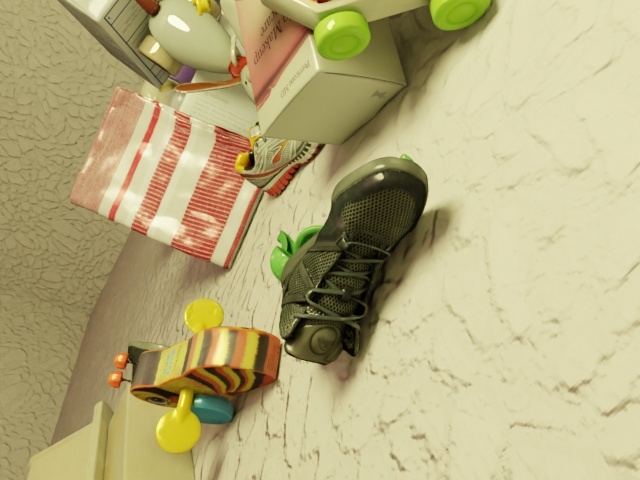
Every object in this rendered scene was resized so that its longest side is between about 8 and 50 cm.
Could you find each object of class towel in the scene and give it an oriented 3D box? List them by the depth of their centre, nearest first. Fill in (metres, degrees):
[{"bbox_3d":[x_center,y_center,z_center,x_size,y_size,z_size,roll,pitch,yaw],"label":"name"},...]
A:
[{"bbox_3d":[-0.271,-0.116,1.047,0.037,0.329,0.237,11,-79,-84],"label":"towel"}]

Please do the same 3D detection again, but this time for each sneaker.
[{"bbox_3d":[0.027,0.032,0.519,0.227,0.087,0.130,-50,29,43],"label":"sneaker"},{"bbox_3d":[-0.060,-0.155,0.885,0.225,0.092,0.088,-46,30,40],"label":"sneaker"},{"bbox_3d":[-0.360,0.271,1.169,0.222,0.083,0.118,-21,50,59],"label":"sneaker"}]

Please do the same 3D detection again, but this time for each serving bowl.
[{"bbox_3d":[-0.295,-0.292,1.196,0.083,0.027,0.083,-59,16,29],"label":"serving bowl"}]

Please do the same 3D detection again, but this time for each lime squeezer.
[{"bbox_3d":[0.000,0.000,0.674,0.110,0.059,0.310,-44,7,-30],"label":"lime squeezer"}]

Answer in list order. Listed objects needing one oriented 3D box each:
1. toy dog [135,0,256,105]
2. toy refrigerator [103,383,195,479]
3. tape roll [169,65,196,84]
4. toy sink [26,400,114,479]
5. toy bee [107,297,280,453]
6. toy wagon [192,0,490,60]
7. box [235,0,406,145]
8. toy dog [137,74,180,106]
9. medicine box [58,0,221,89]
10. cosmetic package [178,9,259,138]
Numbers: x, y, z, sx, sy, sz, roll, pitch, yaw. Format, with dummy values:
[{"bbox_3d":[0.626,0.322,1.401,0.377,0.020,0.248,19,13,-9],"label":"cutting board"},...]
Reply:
[{"bbox_3d":[-0.196,-0.340,0.965,0.333,0.161,0.220,14,86,28],"label":"toy dog"},{"bbox_3d":[-0.256,0.329,0.850,0.094,0.102,0.269,-64,23,8],"label":"toy refrigerator"},{"bbox_3d":[-0.350,-0.458,1.546,0.090,0.275,0.275,-65,22,8],"label":"tape roll"},{"bbox_3d":[-0.373,0.398,0.920,0.131,0.153,0.234,-29,23,-7],"label":"toy sink"},{"bbox_3d":[-0.186,0.188,0.751,0.298,0.162,0.195,-55,27,28],"label":"toy bee"},{"bbox_3d":[0.015,-0.321,0.598,0.068,0.344,0.267,59,-161,-72],"label":"toy wagon"},{"bbox_3d":[-0.010,-0.258,0.718,0.148,0.127,0.232,-36,61,52],"label":"box"},{"bbox_3d":[-0.409,-0.213,1.579,0.395,0.284,0.408,34,101,44],"label":"toy dog"},{"bbox_3d":[-0.328,-0.479,1.089,0.263,0.149,0.289,-53,-9,-4],"label":"medicine box"},{"bbox_3d":[-0.189,-0.293,1.196,0.453,0.161,0.230,-67,14,1],"label":"cosmetic package"}]
